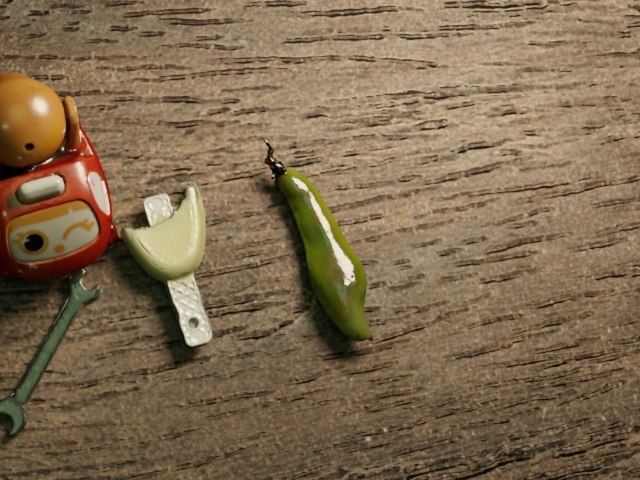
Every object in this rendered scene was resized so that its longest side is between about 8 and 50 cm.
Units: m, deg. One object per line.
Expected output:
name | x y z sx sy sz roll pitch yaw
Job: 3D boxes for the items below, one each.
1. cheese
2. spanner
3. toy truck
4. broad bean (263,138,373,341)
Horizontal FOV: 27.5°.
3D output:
cheese | -0.203 0.039 1.861 0.127 0.050 0.235 -17 82 -16
spanner | -0.381 0.153 1.822 0.054 0.015 0.255 28 74 -2
toy truck | -0.385 -0.086 1.760 0.189 0.239 0.265 -18 81 -13
broad bean | -0.002 0.002 1.902 0.075 0.067 0.325 -18 77 -44
